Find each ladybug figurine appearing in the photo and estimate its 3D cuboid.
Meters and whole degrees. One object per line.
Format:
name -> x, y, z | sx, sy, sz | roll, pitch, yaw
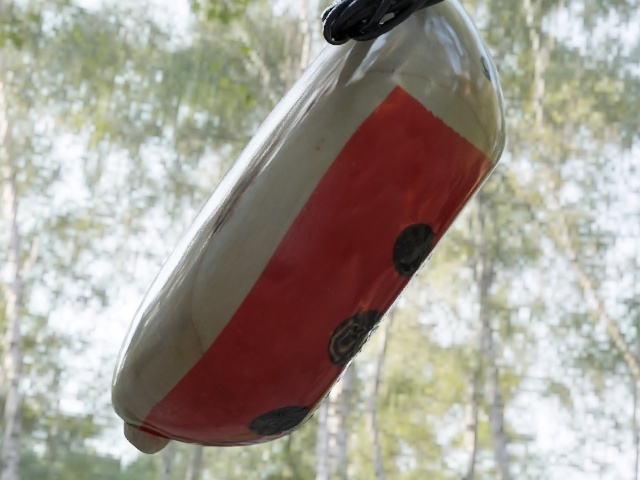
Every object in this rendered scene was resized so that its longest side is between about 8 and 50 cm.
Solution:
ladybug figurine -> 0.000, 0.000, 1.153 | 0.162, 0.449, 0.305 | 37, 4, 4

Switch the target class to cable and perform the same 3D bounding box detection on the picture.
cable -> 0.071, -0.187, 0.997 | 0.184, 0.047, 0.150 | -28, 19, -22
